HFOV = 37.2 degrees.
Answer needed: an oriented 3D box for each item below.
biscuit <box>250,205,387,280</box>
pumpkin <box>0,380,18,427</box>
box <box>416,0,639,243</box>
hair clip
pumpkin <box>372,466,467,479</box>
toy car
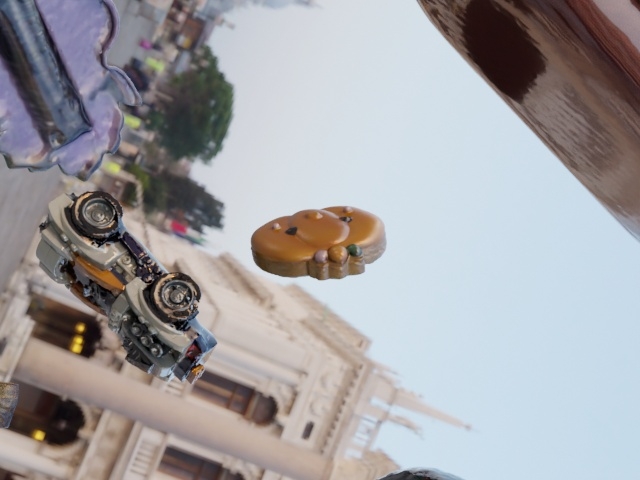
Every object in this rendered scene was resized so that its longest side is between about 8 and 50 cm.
[{"bbox_3d":[-0.001,-0.004,1.164,0.170,0.170,0.050,-98,-179,-67],"label":"biscuit"},{"bbox_3d":[-0.496,0.237,1.385,0.035,0.101,0.073,173,-72,-72],"label":"pumpkin"},{"bbox_3d":[0.239,-0.115,0.723,0.108,0.404,0.263,-48,-164,-4],"label":"box"},{"bbox_3d":[-0.182,-0.121,0.618,0.124,0.195,0.052,-35,-138,-16],"label":"hair clip"},{"bbox_3d":[0.166,0.508,1.487,0.315,0.238,0.315,-5,-100,31],"label":"pumpkin"},{"bbox_3d":[-0.260,0.069,1.277,0.118,0.301,0.193,-38,172,-30],"label":"toy car"}]
